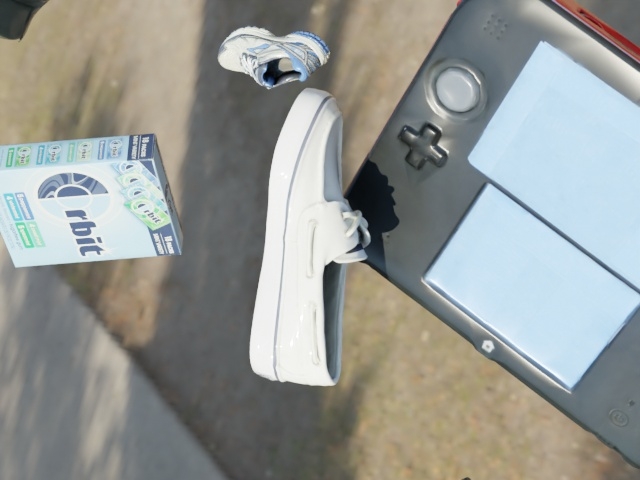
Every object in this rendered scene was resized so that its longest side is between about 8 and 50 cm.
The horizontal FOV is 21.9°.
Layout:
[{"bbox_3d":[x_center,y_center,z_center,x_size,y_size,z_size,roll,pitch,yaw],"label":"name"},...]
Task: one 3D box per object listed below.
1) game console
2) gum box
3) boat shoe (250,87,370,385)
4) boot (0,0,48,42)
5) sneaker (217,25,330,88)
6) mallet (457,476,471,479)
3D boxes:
[{"bbox_3d":[0.225,-0.012,1.462,0.342,0.386,0.060,-58,-11,33],"label":"game console"},{"bbox_3d":[-0.249,-0.040,1.735,0.157,0.184,0.041,80,-173,-50],"label":"gum box"},{"bbox_3d":[0.000,0.000,1.490,0.096,0.088,0.267,5,-85,-72],"label":"boat shoe"},{"bbox_3d":[-0.371,-0.276,1.691,0.137,0.198,0.077,-44,20,56],"label":"boot"},{"bbox_3d":[-0.059,-0.190,1.747,0.135,0.052,0.058,2,48,36],"label":"sneaker"},{"bbox_3d":[0.111,0.340,2.126,0.190,0.039,0.062,-22,16,42],"label":"mallet"}]
